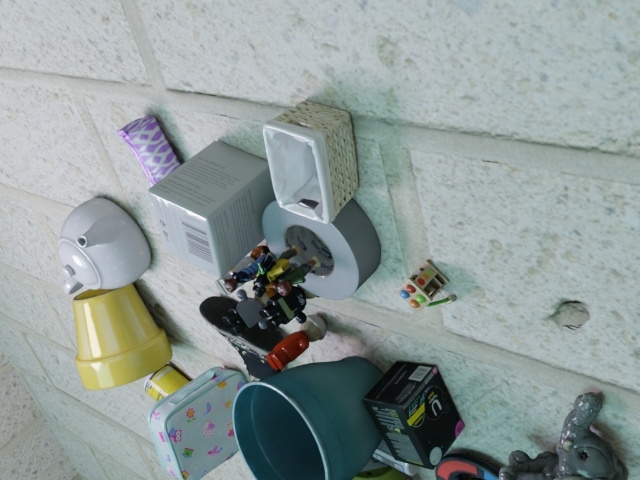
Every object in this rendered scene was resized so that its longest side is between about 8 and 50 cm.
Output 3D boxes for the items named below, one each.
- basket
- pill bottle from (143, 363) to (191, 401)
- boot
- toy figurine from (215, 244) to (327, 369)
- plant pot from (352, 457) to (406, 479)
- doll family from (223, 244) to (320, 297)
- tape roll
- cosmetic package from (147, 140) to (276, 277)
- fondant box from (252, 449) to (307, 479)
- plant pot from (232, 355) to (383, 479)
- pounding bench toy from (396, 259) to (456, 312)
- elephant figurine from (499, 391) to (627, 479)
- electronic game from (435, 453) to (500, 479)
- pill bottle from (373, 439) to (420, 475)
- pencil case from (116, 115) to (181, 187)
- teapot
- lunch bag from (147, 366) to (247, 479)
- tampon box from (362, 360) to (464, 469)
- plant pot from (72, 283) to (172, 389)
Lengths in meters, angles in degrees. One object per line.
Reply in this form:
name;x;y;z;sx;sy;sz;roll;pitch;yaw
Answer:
basket;-0.010;-0.130;1.267;0.113;0.103;0.167;22;139;33
pill bottle;-0.415;0.447;2.276;0.184;0.103;0.103;34;144;19
boot;-0.182;0.244;1.841;0.236;0.085;0.178;27;143;26
toy figurine;-0.094;0.127;1.588;0.209;0.148;0.213;32;145;32
plant pot;0.100;0.602;1.772;0.275;0.275;0.293;19;120;35
doll family;-0.094;0.062;1.413;0.076;0.111;0.193;54;146;-10
tape roll;0.000;0.000;1.413;0.219;0.072;0.219;28;142;25
cosmetic package;-0.191;-0.061;1.460;0.151;0.184;0.151;24;139;29
fondant box;-0.070;0.547;1.801;0.096;0.238;0.330;35;124;18
plant pot;0.008;0.362;1.568;0.272;0.255;0.271;21;120;41
pounding bench toy;0.180;0.089;1.311;0.083;0.065;0.052;44;145;5
elephant figurine;0.422;0.387;1.284;0.186;0.169;0.239;28;134;-22
electronic game;0.332;0.521;1.588;0.229;0.048;0.229;30;143;26
pill bottle;0.151;0.439;1.678;0.137;0.078;0.078;18;136;36
pencil case;-0.338;-0.153;1.614;0.086;0.088;0.206;0;123;45
teapot;-0.563;0.033;1.954;0.252;0.187;0.256;16;135;38
lunch bag;-0.295;0.459;2.010;0.108;0.279;0.224;-1;112;47
tampon box;0.181;0.332;1.501;0.101;0.120;0.161;-1;123;49
plant pot;-0.555;0.243;2.123;0.254;0.254;0.239;-3;108;48
